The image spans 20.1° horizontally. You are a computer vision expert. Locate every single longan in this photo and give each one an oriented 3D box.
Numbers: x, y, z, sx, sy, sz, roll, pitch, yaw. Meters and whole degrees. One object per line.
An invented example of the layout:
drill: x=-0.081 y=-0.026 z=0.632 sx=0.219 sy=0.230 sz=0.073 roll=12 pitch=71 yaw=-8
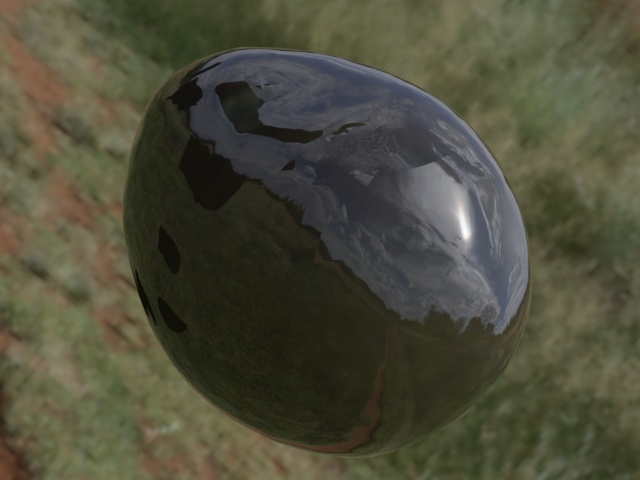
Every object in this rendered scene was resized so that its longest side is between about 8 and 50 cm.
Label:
longan: x=0.000 y=0.000 z=1.004 sx=0.248 sy=0.248 sz=0.248 roll=37 pitch=16 yaw=-13
